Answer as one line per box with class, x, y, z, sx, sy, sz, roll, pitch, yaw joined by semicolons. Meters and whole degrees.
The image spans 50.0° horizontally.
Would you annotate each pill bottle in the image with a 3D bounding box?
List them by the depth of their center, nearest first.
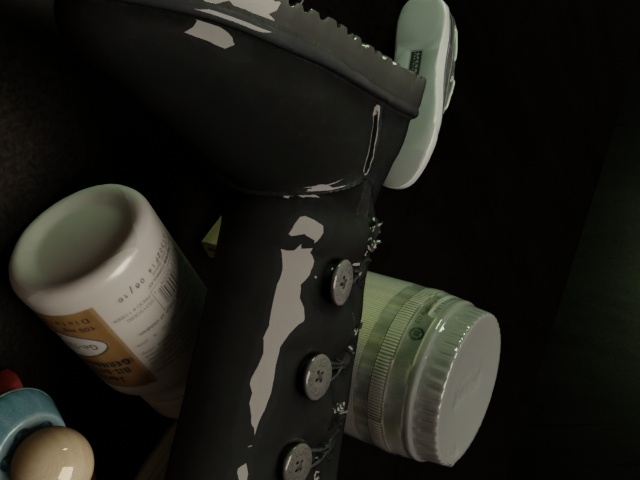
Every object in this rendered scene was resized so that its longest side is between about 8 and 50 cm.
pill bottle;-0.170;0.070;0.647;0.131;0.131;0.229;-56;143;-28

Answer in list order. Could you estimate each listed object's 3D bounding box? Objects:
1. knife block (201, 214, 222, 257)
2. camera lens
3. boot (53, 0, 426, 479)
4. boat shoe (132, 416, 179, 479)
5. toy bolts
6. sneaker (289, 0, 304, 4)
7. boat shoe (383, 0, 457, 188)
knife block;-0.014;-0.094;0.865;0.276;0.088;0.242;-7;107;-56
camera lens;0.075;0.156;0.924;0.219;0.274;0.219;-27;124;-50
boot;-0.076;0.047;0.554;0.367;0.146;0.445;7;101;-49
boat shoe;-0.125;0.235;0.743;0.109;0.098;0.302;-56;178;34
toy bolts;-0.239;0.228;0.576;0.218;0.158;0.228;-7;108;-56
sneaker;-0.068;-0.211;0.735;0.083;0.087;0.221;19;86;-57
boat shoe;0.155;-0.222;1.070;0.102;0.108;0.301;15;83;-56
